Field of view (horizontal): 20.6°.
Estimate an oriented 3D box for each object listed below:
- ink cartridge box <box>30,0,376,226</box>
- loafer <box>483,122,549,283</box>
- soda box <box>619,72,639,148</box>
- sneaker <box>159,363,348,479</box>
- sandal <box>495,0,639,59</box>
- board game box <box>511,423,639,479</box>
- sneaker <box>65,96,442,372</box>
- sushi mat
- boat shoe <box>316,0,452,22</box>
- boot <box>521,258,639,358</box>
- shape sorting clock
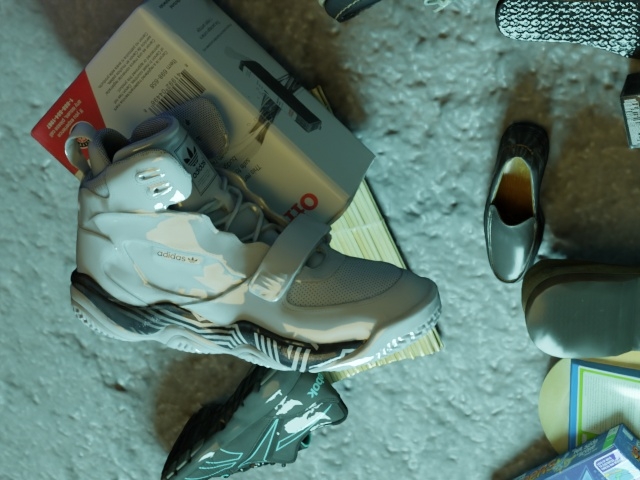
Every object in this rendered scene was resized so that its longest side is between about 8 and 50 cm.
[{"bbox_3d":[-0.112,-0.092,1.725,0.273,0.114,0.197,43,121,-5],"label":"ink cartridge box"},{"bbox_3d":[0.185,-0.028,1.705,0.062,0.061,0.170,7,119,15],"label":"loafer"},{"bbox_3d":[0.360,-0.129,1.591,0.168,0.060,0.053,-6,115,21],"label":"soda box"},{"bbox_3d":[-0.079,0.218,1.909,0.106,0.101,0.267,36,130,-16],"label":"sneaker"},{"bbox_3d":[0.249,-0.206,1.596,0.179,0.040,0.067,7,129,5],"label":"sandal"},{"bbox_3d":[0.282,0.282,1.826,0.136,0.035,0.201,45,133,-10],"label":"board game box"},{"bbox_3d":[-0.073,-0.006,1.606,0.365,0.137,0.210,6,121,19],"label":"sneaker"},{"bbox_3d":[0.000,0.000,1.811,0.151,0.019,0.317,-17,109,28],"label":"sushi mat"},{"bbox_3d":[0.113,-0.258,1.595,0.254,0.095,0.079,-29,93,21],"label":"boat shoe"},{"bbox_3d":[0.342,0.060,1.685,0.305,0.115,0.112,7,110,-4],"label":"boot"},{"bbox_3d":[0.323,0.180,1.778,0.206,0.040,0.206,15,130,18],"label":"shape sorting clock"}]
